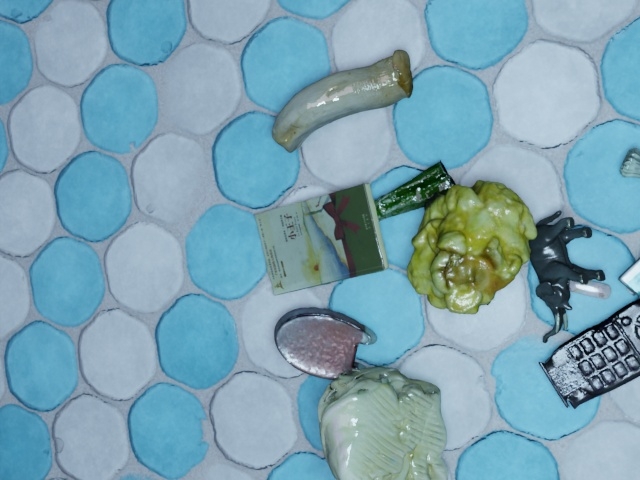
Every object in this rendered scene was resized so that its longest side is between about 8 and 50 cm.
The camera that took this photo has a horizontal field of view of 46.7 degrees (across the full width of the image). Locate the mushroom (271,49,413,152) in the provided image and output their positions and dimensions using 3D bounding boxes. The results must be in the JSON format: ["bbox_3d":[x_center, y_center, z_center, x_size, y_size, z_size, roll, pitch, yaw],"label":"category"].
[{"bbox_3d":[0.044,-0.310,1.641,0.351,0.095,0.123,-24,101,16],"label":"mushroom"}]

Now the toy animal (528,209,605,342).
[{"bbox_3d":[0.491,0.074,1.493,0.137,0.082,0.270,-8,88,51],"label":"toy animal"}]

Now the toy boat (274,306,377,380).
[{"bbox_3d":[0.008,0.225,1.660,0.227,0.085,0.155,14,102,5],"label":"toy boat"}]

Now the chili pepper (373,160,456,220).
[{"bbox_3d":[0.185,-0.084,1.614,0.227,0.059,0.088,-28,86,16],"label":"chili pepper"}]

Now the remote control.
[{"bbox_3d":[0.639,0.192,1.474,0.398,0.062,0.145,-33,81,12],"label":"remote control"}]

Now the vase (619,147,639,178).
[{"bbox_3d":[0.672,-0.132,1.464,0.148,0.081,0.081,23,96,19],"label":"vase"}]

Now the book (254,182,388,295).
[{"bbox_3d":[0.000,0.000,1.660,0.289,0.026,0.201,-16,86,25],"label":"book"}]

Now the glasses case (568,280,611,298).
[{"bbox_3d":[0.552,0.098,1.521,0.083,0.021,0.032,14,91,16],"label":"glasses case"}]

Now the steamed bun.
[{"bbox_3d":[0.108,0.405,1.547,0.268,0.207,0.280,-1,82,-27],"label":"steamed bun"}]

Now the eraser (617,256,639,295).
[{"bbox_3d":[0.681,0.014,1.447,0.225,0.095,0.052,-46,74,11],"label":"eraser"}]

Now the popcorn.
[{"bbox_3d":[0.304,0.017,1.498,0.215,0.252,0.286,23,107,-25],"label":"popcorn"}]
